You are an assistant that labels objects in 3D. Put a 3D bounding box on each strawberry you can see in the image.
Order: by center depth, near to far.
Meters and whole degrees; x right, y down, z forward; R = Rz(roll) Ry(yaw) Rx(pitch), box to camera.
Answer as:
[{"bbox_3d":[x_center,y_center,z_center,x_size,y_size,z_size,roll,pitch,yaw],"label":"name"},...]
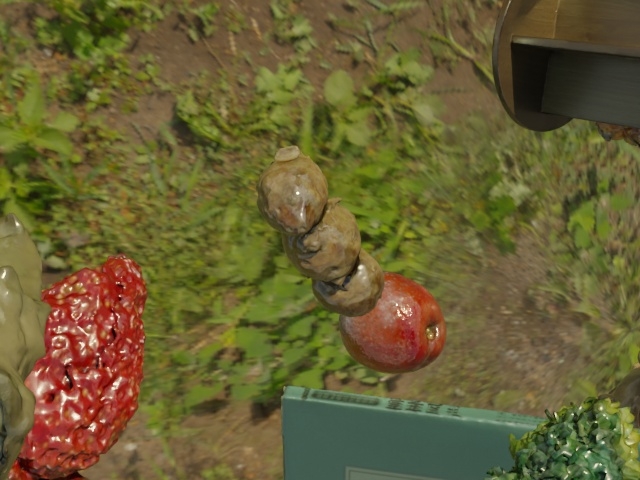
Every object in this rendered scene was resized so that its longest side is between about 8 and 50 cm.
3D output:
[{"bbox_3d":[-0.229,0.116,1.075,0.174,0.098,0.228,42,77,16],"label":"strawberry"}]

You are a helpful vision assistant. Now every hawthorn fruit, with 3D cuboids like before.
[{"bbox_3d":[0.118,0.138,1.897,0.172,0.173,0.173,-1,86,15],"label":"hawthorn fruit"}]

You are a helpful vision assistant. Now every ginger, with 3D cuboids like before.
[{"bbox_3d":[0.000,0.000,1.217,0.080,0.204,0.104,-22,40,14],"label":"ginger"}]

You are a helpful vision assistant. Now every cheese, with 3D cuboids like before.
[{"bbox_3d":[-0.218,0.063,0.652,0.175,0.091,0.202,-45,33,29],"label":"cheese"}]

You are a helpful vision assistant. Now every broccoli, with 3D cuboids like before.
[{"bbox_3d":[0.138,0.181,0.700,0.194,0.194,0.220,20,117,15],"label":"broccoli"}]

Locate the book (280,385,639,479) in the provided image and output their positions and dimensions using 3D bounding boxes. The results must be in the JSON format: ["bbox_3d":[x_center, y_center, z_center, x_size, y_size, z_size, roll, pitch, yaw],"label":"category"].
[{"bbox_3d":[0.142,0.286,1.218,0.379,0.031,0.264,7,116,10],"label":"book"}]

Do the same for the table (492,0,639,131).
[{"bbox_3d":[0.295,-0.167,1.060,0.226,0.167,0.167,17,90,46],"label":"table"}]

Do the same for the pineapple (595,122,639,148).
[{"bbox_3d":[0.567,-0.227,1.751,0.344,0.286,0.209,-9,87,-19],"label":"pineapple"}]

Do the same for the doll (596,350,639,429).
[{"bbox_3d":[0.419,0.226,1.457,0.152,0.256,0.196,38,73,5],"label":"doll"}]
